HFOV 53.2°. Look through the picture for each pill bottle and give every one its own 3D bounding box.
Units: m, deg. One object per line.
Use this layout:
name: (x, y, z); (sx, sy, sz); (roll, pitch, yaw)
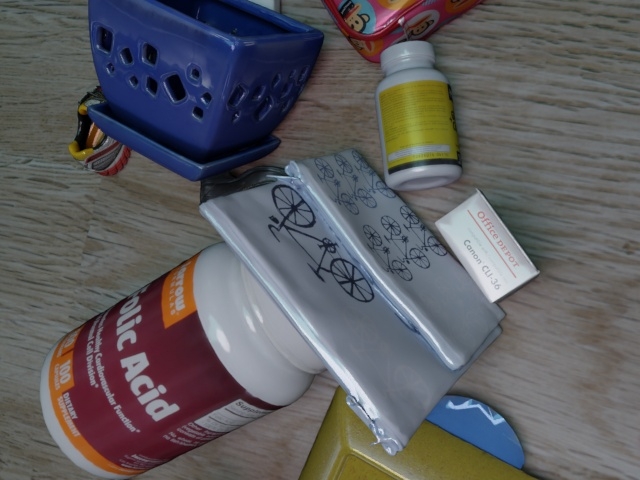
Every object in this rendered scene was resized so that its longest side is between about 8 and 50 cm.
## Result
pill bottle: (-0.146, 0.138, 0.827); (0.392, 0.224, 0.224); (-30, 76, 20)
pill bottle: (0.127, -0.165, 0.855); (0.103, 0.103, 0.184); (-8, 82, 17)

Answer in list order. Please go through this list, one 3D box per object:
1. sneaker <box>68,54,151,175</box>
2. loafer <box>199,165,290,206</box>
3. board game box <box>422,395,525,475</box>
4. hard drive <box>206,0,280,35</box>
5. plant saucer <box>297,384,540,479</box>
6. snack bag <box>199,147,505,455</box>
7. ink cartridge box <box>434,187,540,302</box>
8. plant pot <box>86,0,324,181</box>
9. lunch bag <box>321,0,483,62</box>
sneaker: (-0.326, -0.215, 1.012); (0.088, 0.093, 0.225); (19, 90, 19)
loafer: (-0.102, -0.068, 0.937); (0.170, 0.062, 0.061); (-5, 66, 27)
board game box: (0.181, 0.283, 0.831); (0.133, 0.033, 0.168); (30, 101, 17)
hard drive: (-0.165, -0.475, 1.014); (0.203, 0.040, 0.307); (-4, 84, 18)
plant saucer: (0.098, 0.400, 0.802); (0.333, 0.081, 0.332); (25, 99, 18)
snack bag: (0.056, 0.032, 0.734); (0.323, 0.343, 0.037); (51, 123, 11)
ink cartridge box: (0.200, 0.011, 0.763); (0.067, 0.198, 0.115); (-36, 75, 11)
plant pot: (-0.166, -0.219, 0.877); (0.236, 0.236, 0.212); (29, 119, 16)
lunch bag: (0.120, -0.420, 0.883); (0.293, 0.120, 0.258); (-33, 72, 11)
